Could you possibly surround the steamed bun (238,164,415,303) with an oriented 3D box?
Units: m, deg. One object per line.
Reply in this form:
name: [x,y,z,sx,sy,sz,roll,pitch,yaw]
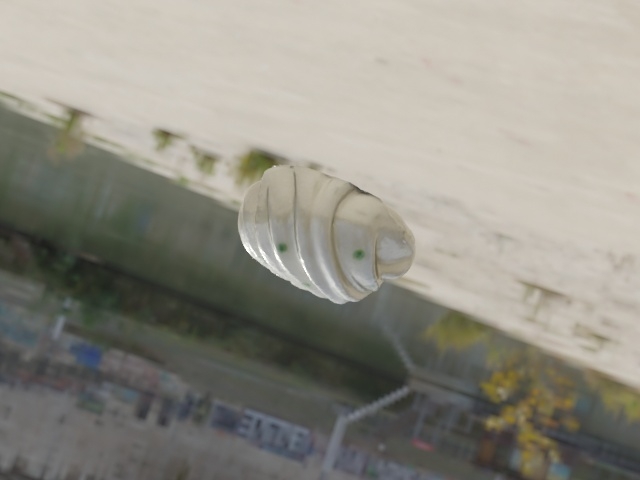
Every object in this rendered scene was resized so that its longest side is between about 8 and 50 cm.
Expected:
steamed bun: [0.000,0.000,1.517,0.183,0.106,0.183,22,170,4]
